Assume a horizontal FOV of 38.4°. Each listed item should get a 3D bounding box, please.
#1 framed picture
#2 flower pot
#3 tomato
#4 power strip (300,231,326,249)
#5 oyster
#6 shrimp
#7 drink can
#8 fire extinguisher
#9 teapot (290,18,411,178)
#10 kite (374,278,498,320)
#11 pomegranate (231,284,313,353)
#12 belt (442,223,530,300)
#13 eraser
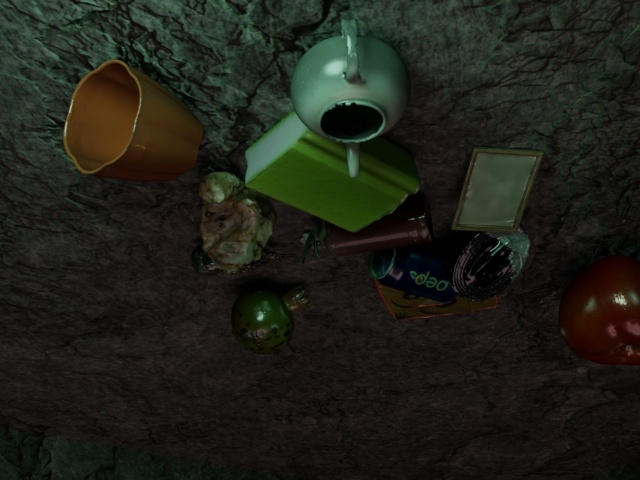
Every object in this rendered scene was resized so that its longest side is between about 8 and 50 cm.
[{"bbox_3d":[0.339,-0.095,1.778,0.136,0.010,0.200,2,132,-7],"label":"framed picture"},{"bbox_3d":[-0.295,-0.178,1.509,0.191,0.190,0.173,-24,154,33],"label":"flower pot"},{"bbox_3d":[0.678,0.155,2.075,0.299,0.226,0.298,1,157,1],"label":"tomato"},{"bbox_3d":[0.000,0.000,1.976,0.083,0.035,0.055,18,147,-7],"label":"power strip"},{"bbox_3d":[-0.182,-0.035,1.826,0.166,0.094,0.294,7,146,-16],"label":"oyster"},{"bbox_3d":[-0.163,0.034,1.976,0.233,0.079,0.090,-2,155,-9],"label":"shrimp"},{"bbox_3d":[0.211,0.061,1.996,0.205,0.118,0.118,16,146,-30],"label":"drink can"},{"bbox_3d":[0.090,-0.017,1.869,0.269,0.104,0.104,-9,149,13],"label":"fire extinguisher"},{"bbox_3d":[0.049,-0.233,1.466,0.193,0.129,0.294,-3,150,1],"label":"teapot"},{"bbox_3d":[0.270,0.131,2.227,0.378,0.013,0.327,13,148,-25],"label":"kite"},{"bbox_3d":[-0.117,0.177,2.163,0.205,0.159,0.159,-31,147,0],"label":"pomegranate"},{"bbox_3d":[0.349,0.032,1.915,0.151,0.078,0.198,27,109,-22],"label":"belt"},{"bbox_3d":[0.024,-0.128,1.689,0.274,0.092,0.210,22,142,-33],"label":"eraser"}]
